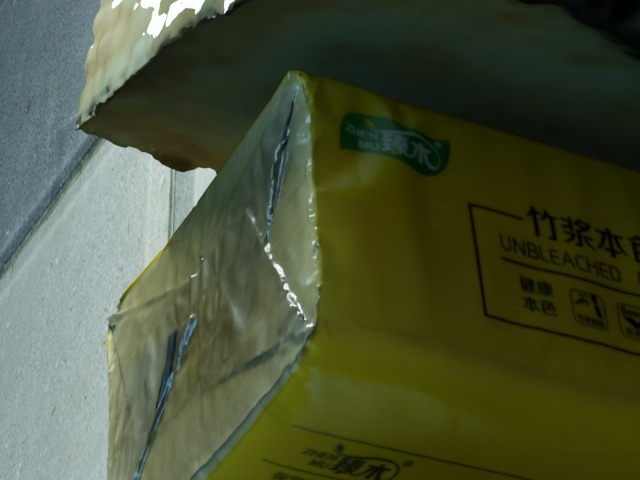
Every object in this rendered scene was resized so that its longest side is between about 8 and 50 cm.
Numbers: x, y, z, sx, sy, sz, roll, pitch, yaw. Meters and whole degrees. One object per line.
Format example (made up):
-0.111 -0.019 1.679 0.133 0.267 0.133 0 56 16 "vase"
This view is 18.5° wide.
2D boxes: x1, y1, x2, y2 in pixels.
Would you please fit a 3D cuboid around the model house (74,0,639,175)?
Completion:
0.119 -0.241 1.256 0.395 0.445 0.400 -32 48 60 "model house"

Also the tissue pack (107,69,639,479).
0.089 0.091 1.209 0.293 0.382 0.228 -50 36 44 "tissue pack"
